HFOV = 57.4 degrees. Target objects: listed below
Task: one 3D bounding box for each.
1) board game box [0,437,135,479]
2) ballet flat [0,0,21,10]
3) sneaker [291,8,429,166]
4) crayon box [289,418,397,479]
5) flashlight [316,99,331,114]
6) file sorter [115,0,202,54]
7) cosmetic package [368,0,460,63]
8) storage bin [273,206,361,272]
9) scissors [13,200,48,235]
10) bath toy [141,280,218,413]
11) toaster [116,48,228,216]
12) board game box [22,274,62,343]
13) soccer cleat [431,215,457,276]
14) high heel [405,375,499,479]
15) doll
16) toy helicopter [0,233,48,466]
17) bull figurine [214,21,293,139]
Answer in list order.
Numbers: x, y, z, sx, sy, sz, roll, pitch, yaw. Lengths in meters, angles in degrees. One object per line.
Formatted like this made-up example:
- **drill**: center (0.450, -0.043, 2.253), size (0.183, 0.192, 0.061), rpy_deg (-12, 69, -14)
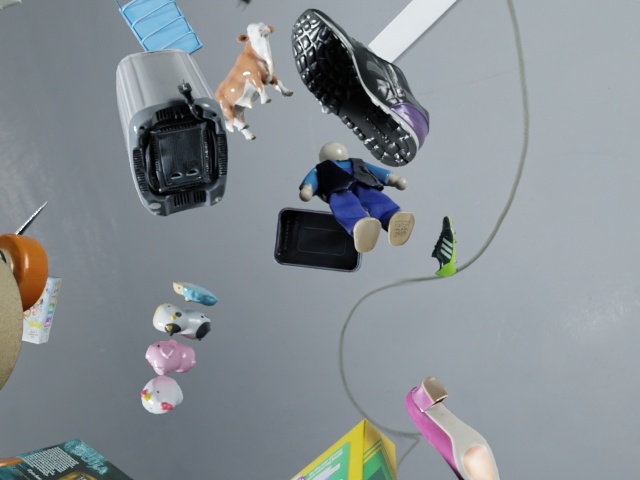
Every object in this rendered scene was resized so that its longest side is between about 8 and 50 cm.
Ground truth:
- **board game box**: center (-0.273, 0.292, 0.665), size (0.186, 0.126, 0.026), rpy_deg (20, 97, 29)
- **ballet flat**: center (-0.602, -0.534, 1.125), size (0.409, 0.147, 0.147), rpy_deg (-40, 84, 12)
- **sneaker**: center (0.070, -0.258, 0.950), size (0.107, 0.124, 0.283), rpy_deg (-24, 112, 46)
- **crayon box**: center (-0.010, 0.569, 1.129), size (0.106, 0.313, 0.363), rpy_deg (44, 107, -8)
- **flashlight**: center (0.088, -0.427, 1.612), size (0.103, 0.304, 0.103), rpy_deg (-27, 94, 31)
- **file sorter**: center (-0.364, -0.489, 1.301), size (0.118, 0.104, 0.170), rpy_deg (-33, 92, -3)
- **cosmetic package**: center (0.202, -0.430, 1.097), size (0.239, 0.099, 0.060), rpy_deg (-41, 92, 21)
- **storage bin**: center (0.000, 0.000, 1.224), size (0.180, 0.084, 0.122), rpy_deg (6, 88, 5)
- **scissors**: center (-0.540, 0.009, 1.017), size (0.297, 0.109, 0.021), rpy_deg (-35, 84, 16)
- **bath toy**: center (-0.375, 0.285, 1.500), size (0.151, 0.129, 0.349), rpy_deg (18, 90, -19)
- **toaster**: center (-0.203, -0.154, 0.789), size (0.227, 0.129, 0.147), rpy_deg (98, 151, -51)
- **board game box**: center (-0.491, 0.092, 0.909), size (0.154, 0.026, 0.104), rpy_deg (12, 89, 3)
- **soccer cleat**: center (0.360, 0.017, 1.710), size (0.072, 0.060, 0.179), rpy_deg (-3, 86, 7)
- **high heel**: center (0.234, 0.378, 1.076), size (0.244, 0.082, 0.117), rpy_deg (56, 148, 27)
- **doll**: center (0.041, -0.058, 0.661), size (0.189, 0.129, 0.046), rpy_deg (-120, 24, -51)
- **toy helicopter**: center (-0.418, 0.147, 0.579), size (0.355, 0.140, 0.235), rpy_deg (-30, 68, 19)
- **bull figurine**: center (-0.180, -0.409, 1.517), size (0.310, 0.101, 0.189), rpy_deg (-44, 69, 42)
